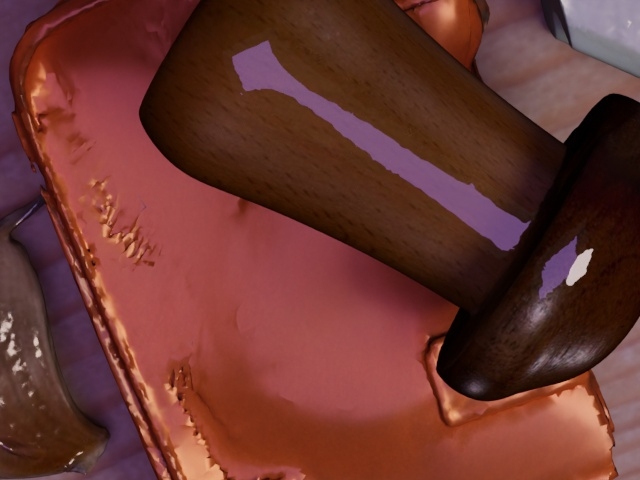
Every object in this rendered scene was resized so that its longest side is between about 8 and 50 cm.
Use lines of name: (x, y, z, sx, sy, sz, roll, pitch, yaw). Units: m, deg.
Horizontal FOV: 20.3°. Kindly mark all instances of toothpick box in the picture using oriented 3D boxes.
toothpick box: (0.056, -0.044, 0.999, 0.294, 0.192, 0.192, 34, 100, -1)

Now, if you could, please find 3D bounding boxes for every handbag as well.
handbag: (0.000, 0.000, 1.146, 0.303, 0.116, 0.410, -19, 100, 4)

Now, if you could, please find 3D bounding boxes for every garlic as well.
garlic: (-0.215, 0.064, 1.190, 0.128, 0.090, 0.198, -10, 95, -12)

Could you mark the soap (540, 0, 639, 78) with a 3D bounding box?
soap: (0.296, -0.155, 1.117, 0.289, 0.095, 0.173, 22, 102, -3)
